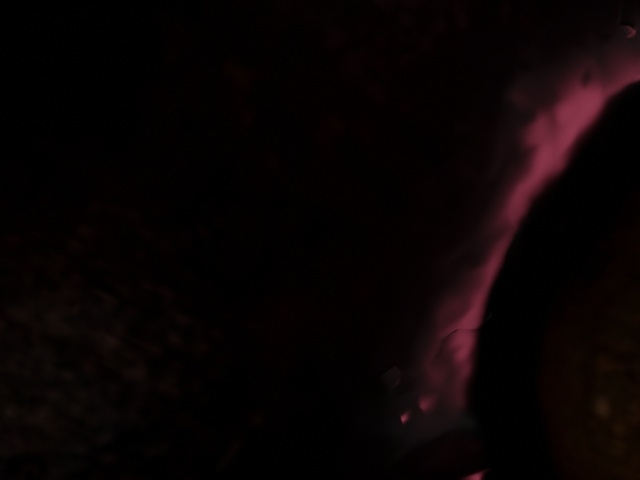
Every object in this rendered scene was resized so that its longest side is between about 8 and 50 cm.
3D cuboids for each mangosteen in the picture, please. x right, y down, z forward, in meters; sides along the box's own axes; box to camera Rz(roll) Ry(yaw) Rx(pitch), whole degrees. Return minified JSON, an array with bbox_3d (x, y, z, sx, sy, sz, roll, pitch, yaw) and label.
[{"bbox_3d":[0.000,0.000,0.544,0.382,0.435,0.382,-46,177,-3],"label":"mangosteen"}]
